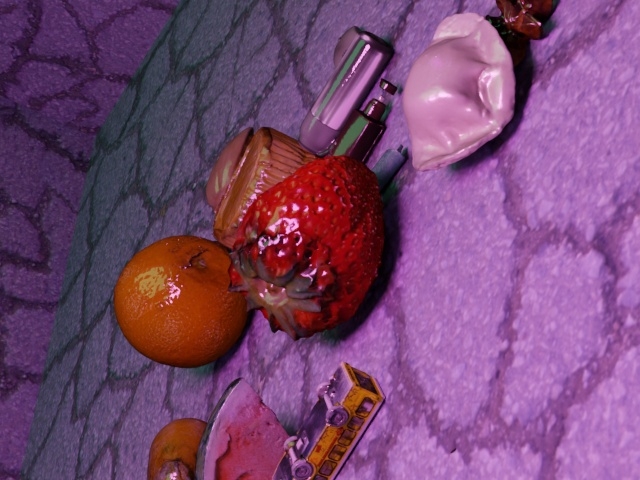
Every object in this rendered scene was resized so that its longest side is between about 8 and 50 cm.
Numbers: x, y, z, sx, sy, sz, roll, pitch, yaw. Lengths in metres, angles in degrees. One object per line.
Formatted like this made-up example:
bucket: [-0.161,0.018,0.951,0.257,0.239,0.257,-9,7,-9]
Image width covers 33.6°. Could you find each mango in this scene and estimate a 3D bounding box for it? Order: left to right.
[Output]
mango: [-0.225,0.403,1.798,0.316,0.146,0.192,152,112,-87]

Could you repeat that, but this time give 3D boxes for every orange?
orange: [-0.271,0.119,2.092,0.274,0.274,0.274,-48,29,37]

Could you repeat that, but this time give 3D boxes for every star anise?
star anise: [0.290,-0.318,1.572,0.168,0.057,0.168,-34,48,48]

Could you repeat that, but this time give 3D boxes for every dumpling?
dumpling: [0.211,-0.221,1.553,0.179,0.131,0.252,-7,65,51]

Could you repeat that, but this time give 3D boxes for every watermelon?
watermelon: [-0.118,0.373,1.670,0.176,0.256,0.260,22,76,24]

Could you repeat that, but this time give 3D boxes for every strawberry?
strawberry: [0.000,0.000,1.683,0.250,0.238,0.288,-24,18,51]

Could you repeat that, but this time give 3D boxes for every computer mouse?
computer mouse: [0.060,-0.385,2.142,0.089,0.056,0.181,-52,25,19]

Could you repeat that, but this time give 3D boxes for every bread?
bread: [-0.108,-0.090,2.111,0.253,0.142,0.227,-65,24,10]

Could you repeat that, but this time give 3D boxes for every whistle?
whistle: [0.085,-0.088,1.815,0.186,0.039,0.039,-52,26,28]

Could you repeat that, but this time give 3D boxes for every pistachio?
pistachio: [-0.174,-0.145,2.337,0.136,0.136,0.226,-16,48,62]

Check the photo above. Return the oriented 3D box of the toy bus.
toy bus: [0.006,0.293,1.565,0.226,0.074,0.081,-60,22,14]

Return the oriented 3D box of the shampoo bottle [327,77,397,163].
shampoo bottle: [0.066,-0.182,1.915,0.236,0.067,0.068,-58,43,15]

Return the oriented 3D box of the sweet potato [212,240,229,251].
sweet potato: [-0.214,0.058,2.301,0.081,0.062,0.233,-62,26,4]

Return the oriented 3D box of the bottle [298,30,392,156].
bottle: [0.048,-0.276,2.037,0.096,0.079,0.253,44,112,25]
